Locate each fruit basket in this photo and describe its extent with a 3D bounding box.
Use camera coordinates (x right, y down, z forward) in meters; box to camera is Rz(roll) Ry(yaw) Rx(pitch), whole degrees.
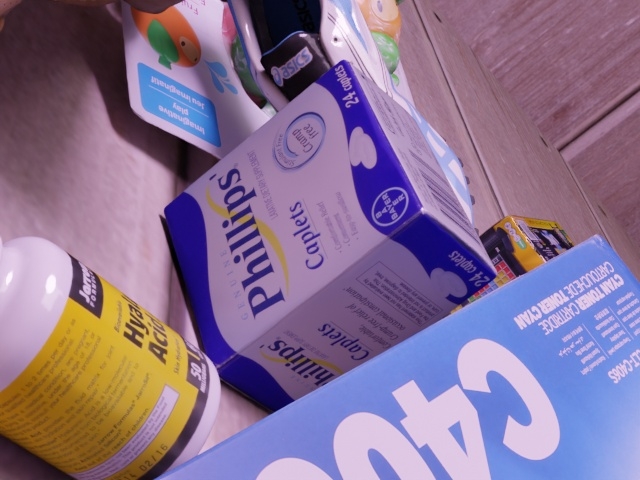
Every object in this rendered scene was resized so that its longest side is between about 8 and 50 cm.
[{"bbox_3d":[-0.018,-0.165,0.918,0.327,0.165,0.353,28,35,-42],"label":"fruit basket"}]

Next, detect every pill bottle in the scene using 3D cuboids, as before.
[{"bbox_3d":[-0.095,0.039,0.445,0.116,0.065,0.065,41,19,-34],"label":"pill bottle"}]

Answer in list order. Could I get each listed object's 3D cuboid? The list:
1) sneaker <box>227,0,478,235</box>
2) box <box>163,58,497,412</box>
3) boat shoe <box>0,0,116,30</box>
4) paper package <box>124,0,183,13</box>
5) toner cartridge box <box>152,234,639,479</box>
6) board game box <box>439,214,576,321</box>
[{"bbox_3d":[0.010,-0.077,0.750,0.086,0.085,0.237,-18,77,-59],"label":"sneaker"},{"bbox_3d":[0.000,0.000,0.663,0.072,0.137,0.126,36,23,-42],"label":"box"},{"bbox_3d":[-0.180,-0.120,0.506,0.341,0.121,0.110,-2,94,-66],"label":"boat shoe"},{"bbox_3d":[-0.108,-0.280,0.586,0.325,0.168,0.309,34,-19,-26],"label":"paper package"},{"bbox_3d":[0.058,0.118,0.475,0.348,0.075,0.165,-22,75,-52],"label":"toner cartridge box"},{"bbox_3d":[0.100,0.045,0.839,0.048,0.141,0.170,53,16,13],"label":"board game box"}]
